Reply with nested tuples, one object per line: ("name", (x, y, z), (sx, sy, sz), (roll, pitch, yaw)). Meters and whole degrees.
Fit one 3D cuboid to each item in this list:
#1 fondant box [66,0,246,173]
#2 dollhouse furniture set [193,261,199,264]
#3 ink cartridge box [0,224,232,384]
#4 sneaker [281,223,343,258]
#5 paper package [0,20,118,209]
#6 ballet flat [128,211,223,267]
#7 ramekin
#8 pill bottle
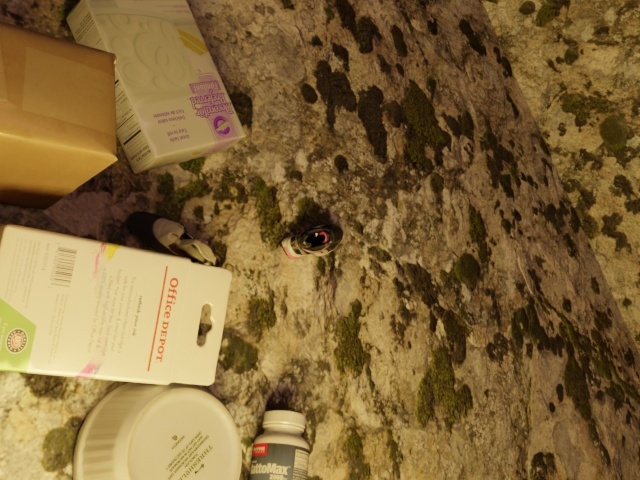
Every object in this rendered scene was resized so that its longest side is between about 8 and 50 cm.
("fondant box", (-0.320, -0.320, 1.333), (0.238, 0.096, 0.330), (-24, 92, -47))
("dollhouse furniture set", (-0.284, 0.094, 1.206), (0.058, 0.076, 0.151), (35, 52, -26))
("ink cartridge box", (-0.333, 0.109, 1.050), (0.353, 0.119, 0.207), (14, 81, -30))
("sneaker", (0.000, 0.000, 1.520), (0.178, 0.077, 0.072), (-23, 91, -47))
("paper package", (-0.494, -0.175, 0.945), (0.325, 0.309, 0.168), (6, 73, -42))
("ballet flat", (-0.265, 0.003, 1.268), (0.203, 0.074, 0.074), (39, 50, -25))
("ramekin", (-0.250, 0.354, 1.092), (0.273, 0.127, 0.272), (20, 60, -38))
("pill bottle", (-0.076, 0.415, 1.249), (0.108, 0.108, 0.180), (26, 56, -35))
